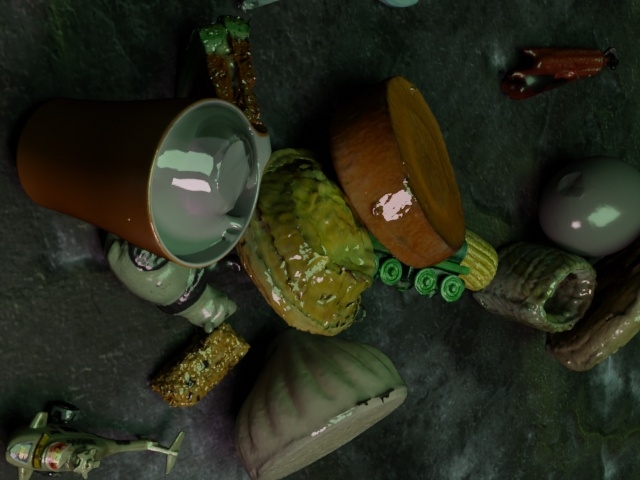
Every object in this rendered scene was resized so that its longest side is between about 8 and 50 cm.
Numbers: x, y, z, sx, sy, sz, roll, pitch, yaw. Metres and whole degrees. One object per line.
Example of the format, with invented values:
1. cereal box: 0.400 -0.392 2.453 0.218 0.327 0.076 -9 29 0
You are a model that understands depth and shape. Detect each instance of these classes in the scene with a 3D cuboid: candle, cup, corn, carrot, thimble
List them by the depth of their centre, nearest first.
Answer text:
1. cup: -0.190 -0.088 1.361 0.226 0.264 0.182 -34 128 -45
2. carrot: 0.126 -0.092 1.730 0.307 0.100 0.258 38 40 -47
3. corn: 0.228 0.024 1.989 0.165 0.063 0.085 26 109 -45
4. candle: 0.417 -0.292 2.074 0.301 0.059 0.084 -13 125 -41
5. thimble: 0.367 0.081 2.090 0.190 0.143 0.137 -13 114 -42

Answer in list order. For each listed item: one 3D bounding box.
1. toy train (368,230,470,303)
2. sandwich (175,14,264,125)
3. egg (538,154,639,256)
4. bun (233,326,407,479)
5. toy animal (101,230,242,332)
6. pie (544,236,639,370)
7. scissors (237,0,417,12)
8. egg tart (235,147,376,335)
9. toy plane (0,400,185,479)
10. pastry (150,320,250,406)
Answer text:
1. toy train: 0.126 0.018 1.843 0.251 0.085 0.119 15 87 -35
2. sandwich: -0.132 -0.146 1.506 0.079 0.159 0.235 0 136 -20
3. egg: 0.475 -0.059 2.129 0.232 0.176 0.176 -12 112 -40
4. bun: -0.022 0.210 1.717 0.263 0.175 0.263 -29 164 -9
5. toy animal: -0.183 0.033 1.544 0.121 0.094 0.225 -57 137 -12
6. pie: 0.520 0.088 2.155 0.077 0.339 0.339 43 68 -7
7. scissors: 0.021 -0.374 1.659 0.360 0.029 0.191 -30 120 -33
8. egg tart: 0.000 0.000 1.622 0.291 0.107 0.291 37 41 -41
9. toy plane: -0.283 0.259 1.523 0.286 0.108 0.092 14 92 -60
10. pastry: -0.161 0.168 1.642 0.140 0.056 0.080 -49 122 -20
